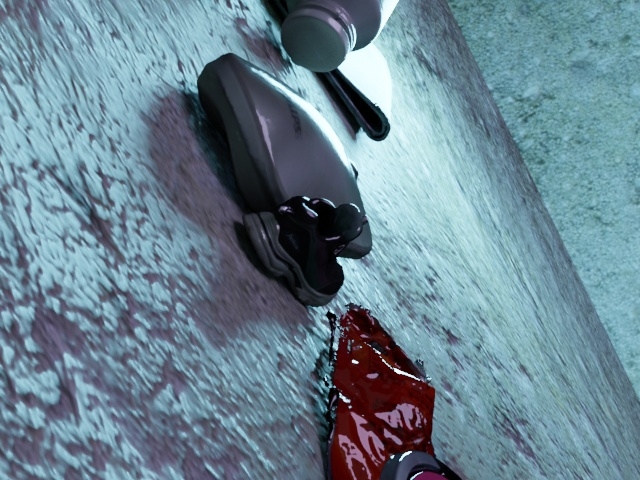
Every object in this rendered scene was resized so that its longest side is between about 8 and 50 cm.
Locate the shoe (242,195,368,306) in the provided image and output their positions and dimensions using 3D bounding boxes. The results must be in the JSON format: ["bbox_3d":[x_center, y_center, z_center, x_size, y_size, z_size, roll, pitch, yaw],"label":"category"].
[{"bbox_3d":[0.000,0.000,1.519,0.169,0.099,0.071,38,23,-56],"label":"shoe"}]

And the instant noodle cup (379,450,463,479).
[{"bbox_3d":[0.037,0.277,0.927,0.302,0.181,0.258,40,25,-51],"label":"instant noodle cup"}]

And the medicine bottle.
[{"bbox_3d":[0.028,-0.321,2.078,0.135,0.135,0.215,52,44,-25],"label":"medicine bottle"}]

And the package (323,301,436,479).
[{"bbox_3d":[0.068,0.181,1.460,0.194,0.071,0.269,35,28,-26],"label":"package"}]

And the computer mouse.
[{"bbox_3d":[-0.021,-0.087,1.646,0.331,0.095,0.197,28,38,-64],"label":"computer mouse"}]

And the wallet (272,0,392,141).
[{"bbox_3d":[0.017,-0.293,2.250,0.290,0.054,0.251,55,16,-17],"label":"wallet"}]
